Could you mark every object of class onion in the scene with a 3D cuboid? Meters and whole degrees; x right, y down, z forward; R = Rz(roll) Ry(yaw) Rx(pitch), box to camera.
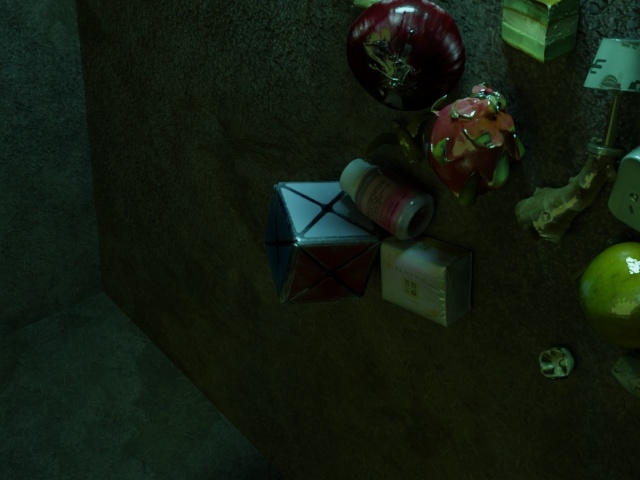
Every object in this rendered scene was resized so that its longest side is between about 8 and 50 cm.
[{"bbox_3d":[0.194,-0.437,1.688,0.273,0.285,0.273,6,133,6],"label":"onion"}]

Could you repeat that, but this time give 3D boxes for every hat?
[{"bbox_3d":[0.570,0.292,1.780,0.077,0.059,0.076,-17,82,48],"label":"hat"}]

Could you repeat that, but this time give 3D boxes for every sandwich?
[{"bbox_3d":[0.402,-0.427,1.466,0.187,0.144,0.117,23,126,41],"label":"sandwich"}]

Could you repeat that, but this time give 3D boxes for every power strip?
[{"bbox_3d":[0.679,-0.112,1.364,0.229,0.141,0.261,38,151,31],"label":"power strip"}]

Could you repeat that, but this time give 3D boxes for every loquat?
[{"bbox_3d":[0.639,0.100,1.468,0.246,0.213,0.213,-29,88,36],"label":"loquat"}]

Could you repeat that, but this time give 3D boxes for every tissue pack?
[{"bbox_3d":[0.276,0.093,1.960,0.225,0.124,0.185,22,129,43],"label":"tissue pack"}]

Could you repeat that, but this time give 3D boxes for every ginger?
[{"bbox_3d":[0.522,-0.102,1.582,0.131,0.086,0.294,55,136,26],"label":"ginger"}]

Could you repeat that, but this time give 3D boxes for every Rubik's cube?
[{"bbox_3d":[0.000,0.000,2.070,0.259,0.255,0.260,107,153,-44],"label":"Rubik's cube"}]

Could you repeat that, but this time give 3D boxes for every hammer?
[{"bbox_3d":[0.590,0.043,1.605,0.028,0.060,0.195,67,152,23],"label":"hammer"}]

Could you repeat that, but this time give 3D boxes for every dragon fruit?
[{"bbox_3d":[0.334,-0.211,1.628,0.224,0.224,0.227,25,148,41],"label":"dragon fruit"}]

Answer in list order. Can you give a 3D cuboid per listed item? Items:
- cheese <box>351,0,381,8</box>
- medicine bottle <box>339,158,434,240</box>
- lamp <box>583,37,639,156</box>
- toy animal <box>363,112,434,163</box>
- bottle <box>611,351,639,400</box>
[{"bbox_3d":[0.133,-0.621,1.720,0.123,0.094,0.167,35,132,47],"label":"cheese"},{"bbox_3d":[0.169,-0.114,1.947,0.247,0.147,0.147,37,137,31],"label":"medicine bottle"},{"bbox_3d":[0.552,-0.268,1.395,0.121,0.121,0.214,23,116,42],"label":"lamp"},{"bbox_3d":[0.205,-0.251,1.868,0.095,0.219,0.155,59,-175,-23],"label":"toy animal"},{"bbox_3d":[0.738,0.336,1.554,0.270,0.083,0.083,40,139,42],"label":"bottle"}]
